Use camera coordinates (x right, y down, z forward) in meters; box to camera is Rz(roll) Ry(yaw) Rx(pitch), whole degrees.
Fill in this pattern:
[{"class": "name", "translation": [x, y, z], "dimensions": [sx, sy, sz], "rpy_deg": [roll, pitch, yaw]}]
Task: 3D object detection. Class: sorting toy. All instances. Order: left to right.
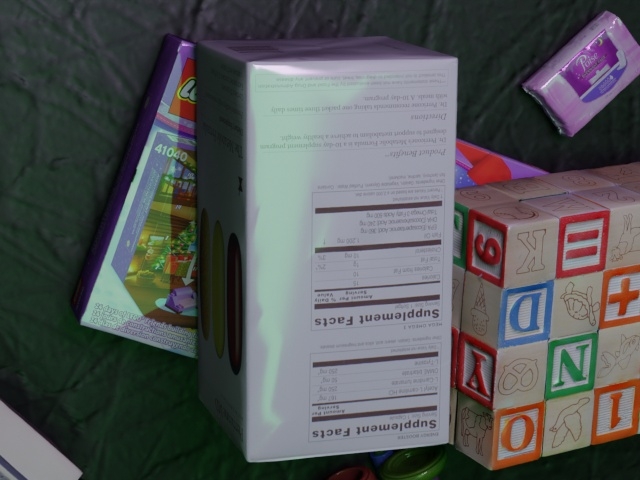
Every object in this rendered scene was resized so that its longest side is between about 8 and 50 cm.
[{"class": "sorting toy", "translation": [0.049, 0.180, 1.255], "dimensions": [0.102, 0.061, 0.042], "rpy_deg": [-18, 108, 12]}]

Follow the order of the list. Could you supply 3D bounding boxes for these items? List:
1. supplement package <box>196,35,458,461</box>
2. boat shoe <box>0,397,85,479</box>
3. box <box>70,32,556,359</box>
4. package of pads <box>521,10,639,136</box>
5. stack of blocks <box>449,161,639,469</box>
[{"class": "supplement package", "translation": [0.000, 0.000, 1.096], "dimensions": [0.134, 0.139, 0.244], "rpy_deg": [-3, 102, -17]}, {"class": "boat shoe", "translation": [-0.310, 0.109, 1.098], "dimensions": [0.158, 0.127, 0.340], "rpy_deg": [-48, 111, -9]}, {"class": "box", "translation": [-0.001, 0.001, 1.202], "dimensions": [0.293, 0.057, 0.201], "rpy_deg": [19, 97, -19]}, {"class": "package of pads", "translation": [0.189, -0.119, 1.243], "dimensions": [0.083, 0.032, 0.050], "rpy_deg": [-43, 111, -3]}, {"class": "stack of blocks", "translation": [0.217, 0.039, 1.216], "dimensions": [0.297, 0.087, 0.171], "rpy_deg": [-9, 111, -30]}]
